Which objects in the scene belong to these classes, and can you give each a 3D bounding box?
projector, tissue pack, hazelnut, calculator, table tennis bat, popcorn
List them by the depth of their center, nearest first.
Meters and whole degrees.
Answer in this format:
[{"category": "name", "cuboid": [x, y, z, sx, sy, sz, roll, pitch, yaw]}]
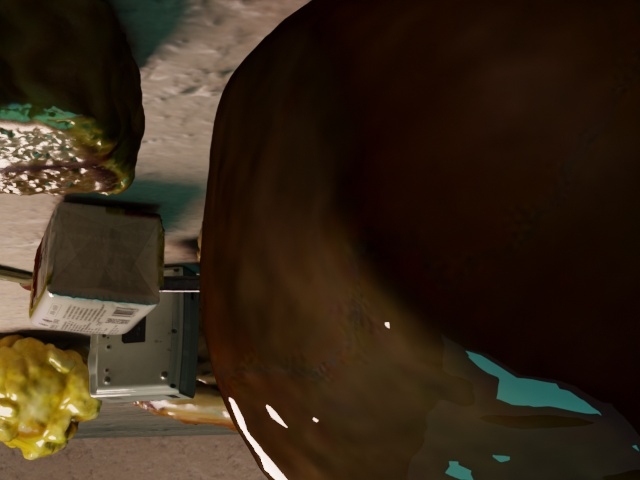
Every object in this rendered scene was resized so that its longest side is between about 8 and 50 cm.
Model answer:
[{"category": "hazelnut", "cuboid": [0.109, 0.003, 0.528, 0.365, 0.366, 0.366, -1, 164, 0]}, {"category": "tissue pack", "cuboid": [-0.218, 0.029, 0.981, 0.106, 0.099, 0.148, 8, 162, -20]}, {"category": "calculator", "cuboid": [-0.042, 0.045, 1.073, 0.261, 0.021, 0.161, -2, 178, 29]}, {"category": "projector", "cuboid": [-0.203, 0.107, 1.165, 0.115, 0.147, 0.061, -5, 162, 15]}, {"category": "table tennis bat", "cuboid": [-0.328, 0.050, 1.211, 0.087, 0.013, 0.156, -10, 163, 37]}, {"category": "popcorn", "cuboid": [-0.439, 0.228, 1.583, 0.203, 0.226, 0.200, -33, -144, -23]}]

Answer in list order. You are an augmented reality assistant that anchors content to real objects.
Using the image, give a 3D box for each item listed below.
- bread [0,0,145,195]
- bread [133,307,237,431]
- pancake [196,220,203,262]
[{"category": "bread", "cuboid": [-0.217, -0.087, 0.596, 0.222, 0.096, 0.181, 1, 166, -7]}, {"category": "bread", "cuboid": [-0.050, 0.171, 1.338, 0.369, 0.192, 0.314, 8, 172, 13]}, {"category": "pancake", "cuboid": [0.000, 0.000, 0.958, 0.212, 0.056, 0.257, 7, 164, -31]}]
